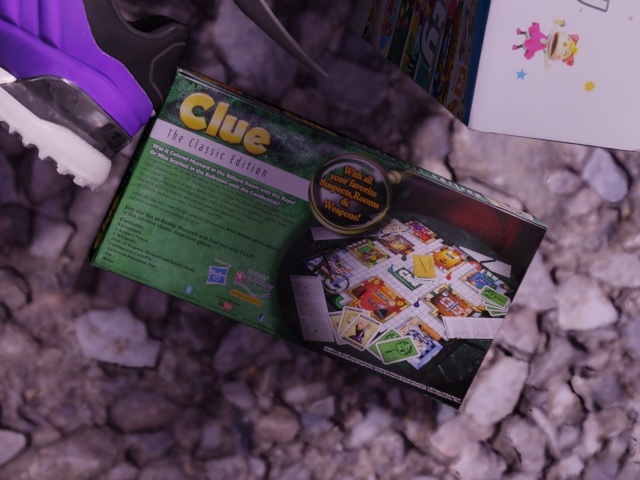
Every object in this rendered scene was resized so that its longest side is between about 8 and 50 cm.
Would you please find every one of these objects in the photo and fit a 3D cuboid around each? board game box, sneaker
[{"bbox_3d":[0.000,0.000,1.213,0.259,0.030,0.136,23,103,-15],"label":"board game box"},{"bbox_3d":[-0.195,-0.171,1.100,0.293,0.102,0.146,41,92,-22],"label":"sneaker"},{"bbox_3d":[0.106,-0.191,1.030,0.097,0.303,0.224,7,104,-13],"label":"board game box"}]

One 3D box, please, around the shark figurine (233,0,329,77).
[{"bbox_3d":[0.007,-0.228,1.055,0.116,0.166,0.278,26,103,16],"label":"shark figurine"}]
